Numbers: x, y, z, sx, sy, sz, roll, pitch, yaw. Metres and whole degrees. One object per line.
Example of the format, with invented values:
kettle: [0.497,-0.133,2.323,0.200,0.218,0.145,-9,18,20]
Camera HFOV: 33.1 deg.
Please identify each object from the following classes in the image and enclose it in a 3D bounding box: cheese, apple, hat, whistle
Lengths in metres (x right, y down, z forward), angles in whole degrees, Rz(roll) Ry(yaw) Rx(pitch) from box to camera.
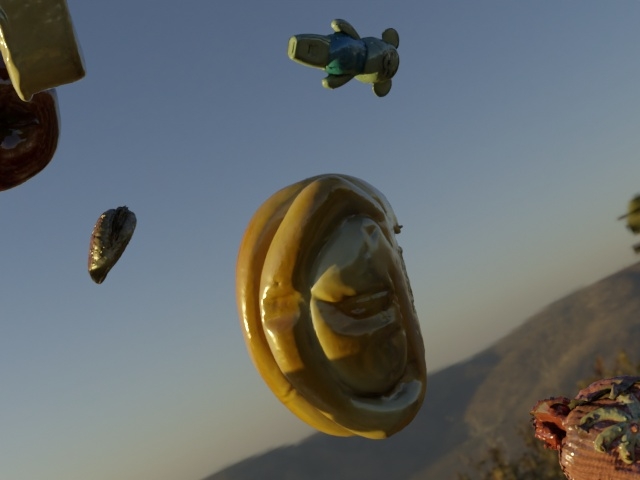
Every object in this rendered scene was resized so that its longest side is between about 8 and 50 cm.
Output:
cheese: [-0.405,-0.350,1.435,0.104,0.383,0.384,-20,-10,-10]
apple: [-0.650,-0.232,2.025,0.317,0.288,0.288,21,25,38]
hat: [0.459,0.317,1.704,0.286,0.236,0.107,17,2,38]
whistle: [0.045,-0.290,1.692,0.236,0.113,0.077,0,15,-45]

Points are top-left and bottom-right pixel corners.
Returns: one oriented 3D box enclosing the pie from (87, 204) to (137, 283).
pie: [-0.452,0.009,2.278,0.163,0.079,0.193,-63,16,17]

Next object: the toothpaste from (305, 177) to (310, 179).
toothpaste: [0.000,0.000,2.484,0.048,0.300,0.075,7,-8,-42]

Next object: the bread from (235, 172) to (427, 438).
bread: [0.051,0.102,1.706,0.329,0.423,0.245,-16,6,-29]
